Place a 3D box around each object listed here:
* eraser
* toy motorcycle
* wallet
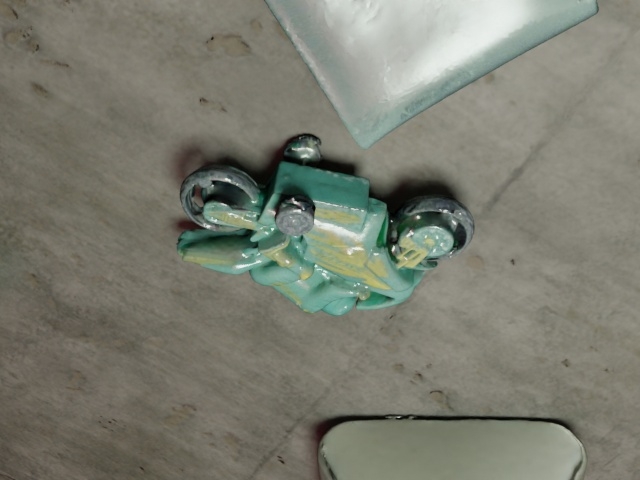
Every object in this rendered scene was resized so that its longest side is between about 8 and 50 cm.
[{"bbox_3d":[0.153,0.366,0.989,0.331,0.331,0.150,0,126,6],"label":"eraser"},{"bbox_3d":[-0.002,0.000,0.880,0.296,0.109,0.198,12,136,-4],"label":"toy motorcycle"},{"bbox_3d":[0.065,-0.252,0.713,0.251,0.054,0.290,-27,112,17],"label":"wallet"}]
